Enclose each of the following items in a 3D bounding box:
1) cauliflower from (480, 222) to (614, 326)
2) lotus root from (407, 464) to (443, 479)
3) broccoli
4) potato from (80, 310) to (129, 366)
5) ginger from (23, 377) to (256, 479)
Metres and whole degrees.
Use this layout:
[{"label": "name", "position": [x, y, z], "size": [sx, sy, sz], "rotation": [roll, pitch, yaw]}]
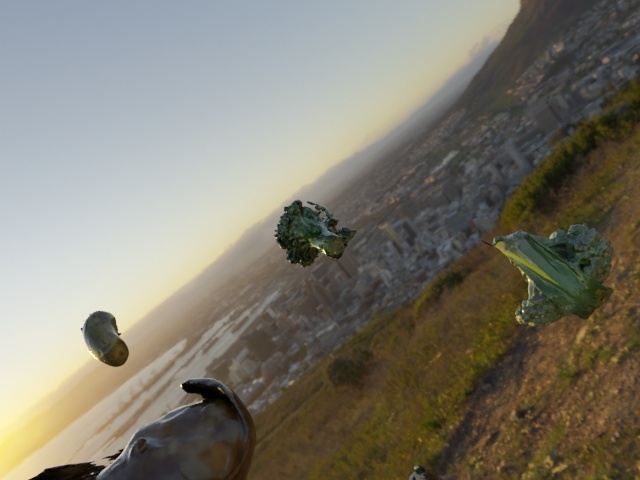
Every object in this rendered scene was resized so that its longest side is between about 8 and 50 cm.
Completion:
[{"label": "cauliflower", "position": [0.500, 0.051, 1.154], "size": [0.239, 0.315, 0.256], "rotation": [-58, 2, -30]}, {"label": "lotus root", "position": [0.135, 0.390, 0.633], "size": [0.078, 0.167, 0.329], "rotation": [-9, 0, 25]}, {"label": "broccoli", "position": [0.012, 0.003, 1.358], "size": [0.274, 0.198, 0.177], "rotation": [22, 95, 49]}, {"label": "potato", "position": [-0.433, 0.198, 1.036], "size": [0.070, 0.092, 0.138], "rotation": [-23, 41, -23]}, {"label": "ginger", "position": [-0.182, 0.171, 0.285], "size": [0.309, 0.133, 0.107], "rotation": [-9, -20, -23]}]
